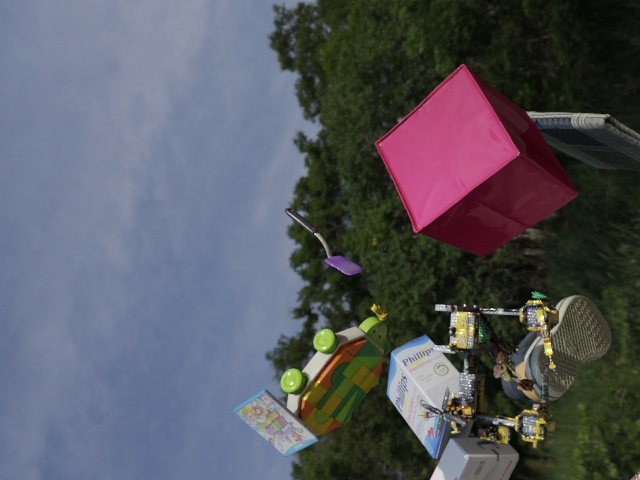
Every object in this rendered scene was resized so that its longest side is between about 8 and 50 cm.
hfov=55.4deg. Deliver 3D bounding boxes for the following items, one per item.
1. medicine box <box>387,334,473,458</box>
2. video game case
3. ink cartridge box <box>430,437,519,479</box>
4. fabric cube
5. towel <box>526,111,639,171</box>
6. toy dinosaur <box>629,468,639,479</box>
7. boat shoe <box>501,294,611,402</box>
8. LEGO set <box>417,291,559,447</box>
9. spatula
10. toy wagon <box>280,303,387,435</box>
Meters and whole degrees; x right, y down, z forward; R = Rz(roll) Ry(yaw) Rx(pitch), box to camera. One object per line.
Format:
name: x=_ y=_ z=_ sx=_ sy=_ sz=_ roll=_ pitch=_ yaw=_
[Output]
medicine box: x=0.361 y=0.513 z=2.005 sx=0.149 sy=0.289 sz=0.263 roll=-23 pitch=-42 yaw=-20
video game case: x=-0.099 y=0.407 z=1.350 sx=0.166 sy=0.119 sz=0.015 roll=44 pitch=-146 yaw=-11
ink cartridge box: x=0.448 y=0.658 z=1.763 sx=0.218 sy=0.092 sz=0.158 roll=12 pitch=-72 yaw=-31
fabric cube: x=0.318 y=-0.151 z=1.268 sx=0.258 sy=0.259 sz=0.254 roll=16 pitch=-135 yaw=-44
towel: x=0.645 y=-0.231 z=1.405 sx=0.324 sy=0.312 sz=0.056 roll=19 pitch=-87 yaw=-24
toy dinosaur: x=0.523 y=0.440 z=0.958 sx=0.127 sy=0.200 sz=0.295 roll=-36 pitch=-65 yaw=-75
boat shoe: x=0.644 y=0.290 z=1.657 sx=0.500 sy=0.156 sz=0.187 roll=-25 pitch=-100 yaw=-45
LEGO set: x=0.343 y=0.255 z=1.222 sx=0.192 sy=0.255 sz=0.331 roll=12 pitch=-92 yaw=-52
spatula: x=0.000 y=0.000 z=1.667 sx=0.084 sy=0.296 sz=0.030 roll=-10 pitch=-41 yaw=-50
toy wagon: x=0.060 y=0.308 z=1.477 sx=0.344 sy=0.068 sz=0.267 roll=-50 pitch=-43 yaw=-7
